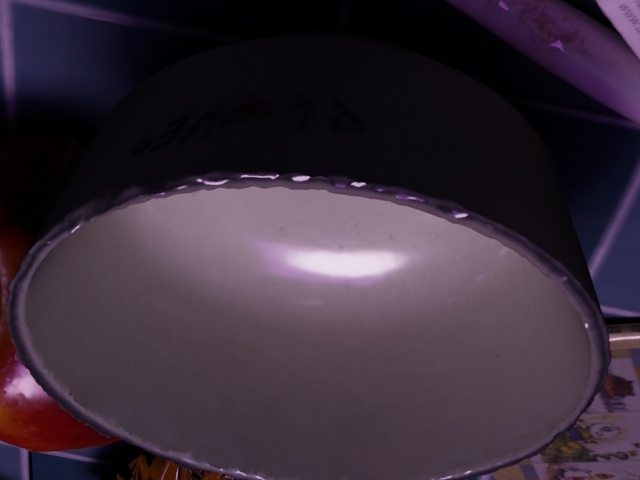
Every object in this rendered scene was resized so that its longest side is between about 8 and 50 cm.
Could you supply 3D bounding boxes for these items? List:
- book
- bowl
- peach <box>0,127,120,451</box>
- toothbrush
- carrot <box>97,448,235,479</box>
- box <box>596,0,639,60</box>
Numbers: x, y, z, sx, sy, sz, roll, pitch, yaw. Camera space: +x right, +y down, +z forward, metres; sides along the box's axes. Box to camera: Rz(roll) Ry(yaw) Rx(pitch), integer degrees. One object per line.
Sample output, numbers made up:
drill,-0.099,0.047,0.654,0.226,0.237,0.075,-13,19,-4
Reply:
book,0.165,0.086,0.779,0.192,0.013,0.168,-5,142,20
bowl,0.000,0.000,0.605,0.212,0.112,0.211,4,143,3
peach,-0.118,0.028,0.701,0.093,0.127,0.172,-10,167,15
toothbrush,0.034,-0.093,0.540,0.307,0.029,0.025,28,134,-24
carrot,-0.060,0.118,0.840,0.069,0.069,0.229,27,141,-22
box,0.187,-0.064,0.500,0.135,0.081,0.199,-16,140,32
